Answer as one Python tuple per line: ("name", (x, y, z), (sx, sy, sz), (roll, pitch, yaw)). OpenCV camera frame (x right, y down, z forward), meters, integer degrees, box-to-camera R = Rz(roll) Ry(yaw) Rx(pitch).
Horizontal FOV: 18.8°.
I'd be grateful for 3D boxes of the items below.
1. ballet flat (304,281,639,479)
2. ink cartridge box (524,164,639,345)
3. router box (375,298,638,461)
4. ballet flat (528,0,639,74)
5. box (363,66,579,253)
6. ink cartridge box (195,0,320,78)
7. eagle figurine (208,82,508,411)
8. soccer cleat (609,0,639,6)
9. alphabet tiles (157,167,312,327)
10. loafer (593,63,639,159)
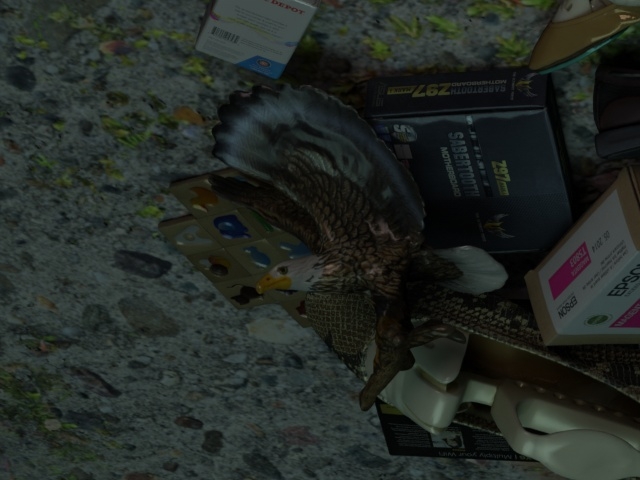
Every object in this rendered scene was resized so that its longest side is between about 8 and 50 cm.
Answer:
("ballet flat", (0.204, 0.155, 2.036), (0.482, 0.182, 0.164), (18, 125, 2))
("ink cartridge box", (0.346, 0.020, 1.949), (0.193, 0.088, 0.235), (0, 151, -23))
("router box", (0.217, 0.165, 2.246), (0.308, 0.081, 0.243), (2, 144, 12))
("ballet flat", (0.272, -0.220, 1.718), (0.232, 0.080, 0.073), (-22, 105, 36))
("box", (0.157, -0.075, 1.947), (0.183, 0.059, 0.233), (-3, 143, 14))
("ink cartridge box", (-0.057, -0.219, 1.827), (0.088, 0.052, 0.122), (20, 146, -11))
("eagle figurine", (0.017, -0.007, 1.932), (0.226, 0.298, 0.225), (-38, 158, 27))
("soccer cleat", (0.321, -0.251, 1.596), (0.196, 0.068, 0.076), (-22, 180, 11))
("alphabet tiles", (0.000, 0.000, 2.155), (0.342, 0.011, 0.285), (-13, 138, 32))
("loafer", (0.385, -0.147, 1.753), (0.302, 0.095, 0.109), (-13, 172, 28))
